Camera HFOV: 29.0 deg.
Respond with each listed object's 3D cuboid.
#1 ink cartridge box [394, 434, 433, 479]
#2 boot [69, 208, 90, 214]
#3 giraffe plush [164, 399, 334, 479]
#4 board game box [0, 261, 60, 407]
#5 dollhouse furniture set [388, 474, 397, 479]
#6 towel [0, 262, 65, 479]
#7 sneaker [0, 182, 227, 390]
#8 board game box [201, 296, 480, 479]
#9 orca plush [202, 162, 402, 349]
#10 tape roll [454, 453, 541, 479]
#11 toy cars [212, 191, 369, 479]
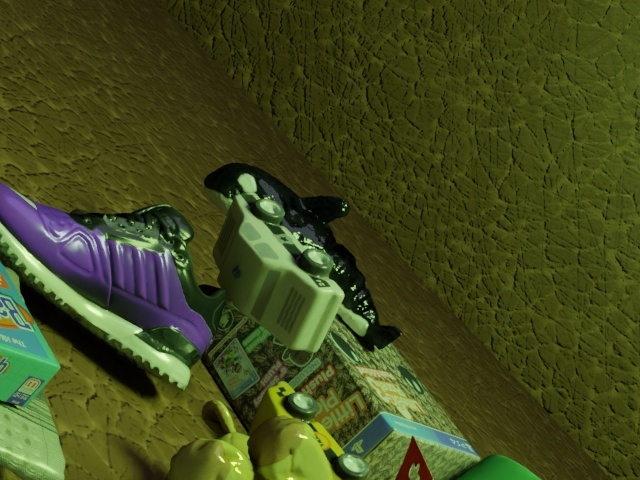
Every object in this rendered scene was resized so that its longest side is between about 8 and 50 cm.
[{"bbox_3d":[0.039,0.268,1.117,0.045,0.179,0.145,22,5,-5],"label":"ink cartridge box"},{"bbox_3d":[-0.253,0.010,1.403,0.106,0.037,0.114,46,6,-7],"label":"boot"},{"bbox_3d":[-0.067,0.218,1.050,0.210,0.181,0.170,9,6,-33],"label":"giraffe plush"},{"bbox_3d":[-0.300,0.021,0.914,0.160,0.047,0.210,30,17,-52],"label":"board game box"},{"bbox_3d":[0.142,0.413,1.292,0.301,0.151,0.197,32,-25,44],"label":"dollhouse furniture set"},{"bbox_3d":[-0.346,0.045,0.932,0.324,0.056,0.312,35,12,-34],"label":"towel"},{"bbox_3d":[-0.206,0.011,1.211,0.293,0.146,0.102,43,-15,-30],"label":"sneaker"},{"bbox_3d":[0.013,0.181,1.469,0.291,0.141,0.232,52,13,32],"label":"board game box"},{"bbox_3d":[0.000,0.000,1.434,0.287,0.102,0.151,47,12,7],"label":"orca plush"},{"bbox_3d":[0.261,0.398,1.410,0.321,0.077,0.321,51,-15,19],"label":"tape roll"},{"bbox_3d":[-0.047,0.133,1.268,0.087,0.176,0.393,-3,78,-41],"label":"toy cars"}]
